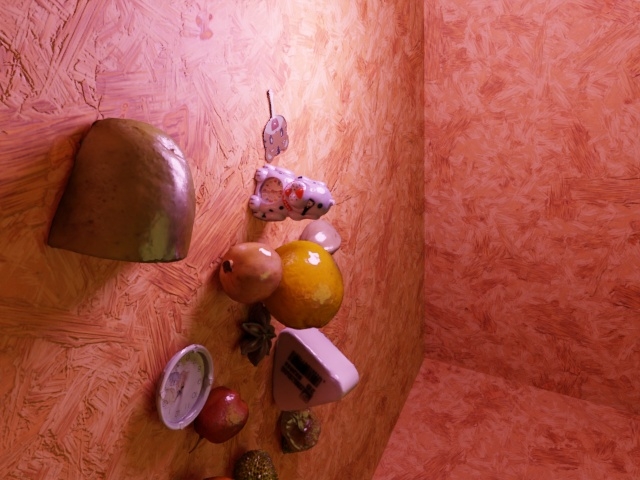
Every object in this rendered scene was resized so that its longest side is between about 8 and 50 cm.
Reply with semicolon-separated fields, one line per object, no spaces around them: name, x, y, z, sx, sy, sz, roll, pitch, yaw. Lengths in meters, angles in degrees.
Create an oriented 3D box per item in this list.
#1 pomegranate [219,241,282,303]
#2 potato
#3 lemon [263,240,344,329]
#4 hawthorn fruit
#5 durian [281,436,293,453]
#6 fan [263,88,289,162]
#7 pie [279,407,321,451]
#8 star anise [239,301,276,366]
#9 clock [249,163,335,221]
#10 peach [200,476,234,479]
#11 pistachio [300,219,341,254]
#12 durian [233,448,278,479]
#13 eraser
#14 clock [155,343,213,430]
pomegranate;-0.207;0.096;1.560;0.191;0.191;0.191;-35;130;-56
potato;-0.362;-0.111;1.123;0.330;0.213;0.280;-7;106;-65
lemon;-0.064;0.148;1.737;0.297;0.297;0.297;-35;130;-56
hawthorn fruit;-0.313;0.539;1.561;0.203;0.163;0.162;-46;140;-33
durian;-0.078;0.799;2.202;0.221;0.096;0.137;-22;120;-67
fan;-0.149;-0.375;1.696;0.152;0.008;0.226;-48;141;-46
pie;-0.082;0.753;2.116;0.195;0.046;0.195;16;61;-32
star anise;-0.213;0.320;1.757;0.197;0.073;0.212;-52;140;-50
clock;-0.077;-0.135;1.664;0.189;0.254;0.188;-27;122;-53
peach;-0.330;0.832;1.534;0.281;0.238;0.281;-33;163;-12
pistachio;0.000;0.000;2.007;0.238;0.153;0.137;-88;-172;-68
durian;-0.233;0.815;1.823;0.146;0.159;0.198;-10;140;-34
eraser;-0.016;0.494;1.961;0.150;0.331;0.331;-17;114;-62
clock;-0.383;0.400;1.458;0.236;0.053;0.236;11;90;-67
